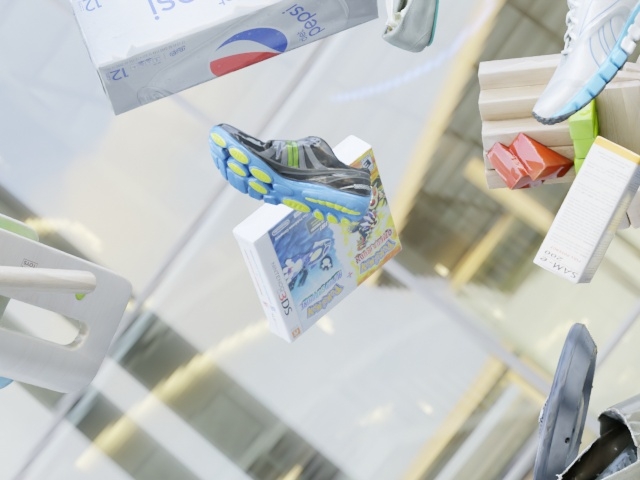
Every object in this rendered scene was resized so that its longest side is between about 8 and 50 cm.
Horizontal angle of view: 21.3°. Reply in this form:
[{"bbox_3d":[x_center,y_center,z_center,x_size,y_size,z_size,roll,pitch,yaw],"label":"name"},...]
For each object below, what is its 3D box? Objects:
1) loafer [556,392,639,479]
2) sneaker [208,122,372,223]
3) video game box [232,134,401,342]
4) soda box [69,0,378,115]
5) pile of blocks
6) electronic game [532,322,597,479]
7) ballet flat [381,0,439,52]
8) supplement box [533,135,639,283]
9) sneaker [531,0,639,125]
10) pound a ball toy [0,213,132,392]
[{"bbox_3d":[0.328,0.192,1.677,0.251,0.094,0.087,-47,-62,-12],"label":"loafer"},{"bbox_3d":[-0.032,-0.080,1.825,0.067,0.188,0.078,117,173,-55],"label":"sneaker"},{"bbox_3d":[0.000,0.000,2.124,0.205,0.048,0.187,-40,-41,-21],"label":"video game box"},{"bbox_3d":[-0.091,-0.228,1.663,0.286,0.098,0.091,-21,-27,-6],"label":"soda box"},{"bbox_3d":[0.306,-0.064,1.509,0.112,0.362,0.149,-77,2,-51],"label":"pile of blocks"},{"bbox_3d":[0.273,0.206,1.931,0.229,0.048,0.229,12,-90,-76],"label":"electronic game"},{"bbox_3d":[0.116,-0.327,1.979,0.072,0.068,0.213,-177,99,-77],"label":"ballet flat"},{"bbox_3d":[0.190,-0.020,1.185,0.098,0.036,0.062,-64,-16,6],"label":"supplement box"},{"bbox_3d":[0.213,-0.177,1.318,0.190,0.083,0.071,-54,7,-3],"label":"sneaker"},{"bbox_3d":[-0.265,0.049,1.246,0.319,0.208,0.135,25,-90,-59],"label":"pound a ball toy"}]
